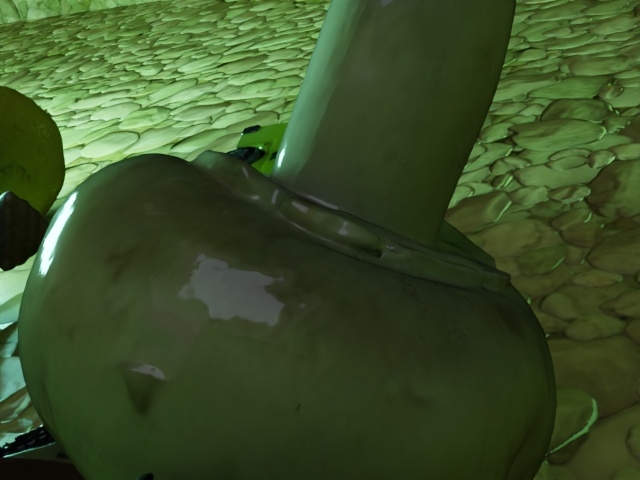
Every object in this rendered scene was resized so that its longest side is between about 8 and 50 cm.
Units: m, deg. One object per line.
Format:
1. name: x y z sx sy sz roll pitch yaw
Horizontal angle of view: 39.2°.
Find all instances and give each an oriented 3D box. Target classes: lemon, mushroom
1. lemon: -0.412 -0.094 1.097 0.192 0.192 0.231 -12 19 8
2. mushroom: 0.000 0.000 0.495 0.314 0.336 0.314 16 2 -1

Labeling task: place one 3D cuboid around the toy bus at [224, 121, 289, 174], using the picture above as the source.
1. toy bus: -0.022 -0.010 0.785 0.150 0.128 0.262 -9 27 13

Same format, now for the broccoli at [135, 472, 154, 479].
1. broccoli: -0.085 0.211 0.244 0.248 0.245 0.288 -52 37 -8

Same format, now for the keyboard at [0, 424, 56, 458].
1. keyboard: -0.280 0.188 0.656 0.195 0.018 0.060 -23 29 -15

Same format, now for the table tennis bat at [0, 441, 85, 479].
1. table tennis bat: -0.183 0.170 0.615 0.154 0.021 0.274 0 34 24

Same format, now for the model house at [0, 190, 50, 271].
1. model house: -0.423 0.046 0.839 0.329 0.252 0.295 1 -4 -19
